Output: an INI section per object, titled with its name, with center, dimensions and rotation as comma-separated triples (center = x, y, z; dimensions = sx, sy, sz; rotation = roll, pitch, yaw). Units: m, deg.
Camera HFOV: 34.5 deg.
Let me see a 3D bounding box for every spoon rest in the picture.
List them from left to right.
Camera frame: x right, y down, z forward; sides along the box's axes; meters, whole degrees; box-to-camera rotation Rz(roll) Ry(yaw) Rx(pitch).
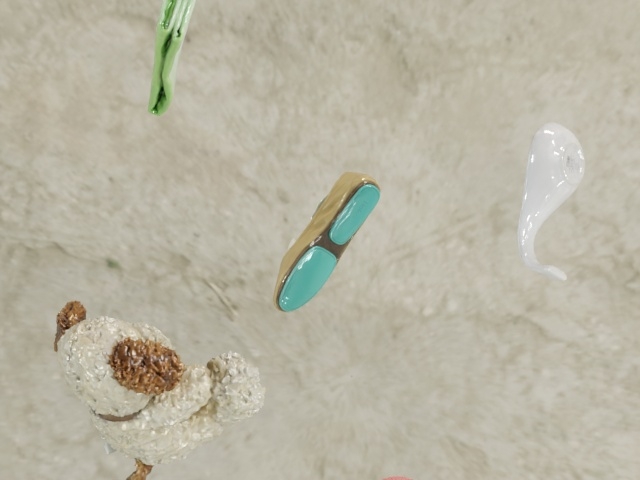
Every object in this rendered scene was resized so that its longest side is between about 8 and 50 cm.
[spoon rest]
center = 0.386, -0.069, 1.744
dimensions = 0.084, 0.137, 0.277
rotation = -6, 65, 45

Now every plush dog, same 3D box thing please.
[plush dog]
center = -0.236, 0.177, 1.269
dimensions = 0.262, 0.225, 0.211
rotation = 13, 58, 39

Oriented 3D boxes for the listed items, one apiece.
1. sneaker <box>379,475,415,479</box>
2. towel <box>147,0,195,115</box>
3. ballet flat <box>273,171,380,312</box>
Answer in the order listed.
[sneaker]
center = 0.150, 0.386, 1.125
dimensions = 0.313, 0.136, 0.116
rotation = 29, 106, 25
[towel]
center = -0.075, -0.162, 0.618
dimensions = 0.023, 0.113, 0.152
rotation = 13, 71, -7
[ballet flat]
center = 0.000, 0.000, 1.485
dimensions = 0.232, 0.080, 0.073
rotation = -52, 42, -3
